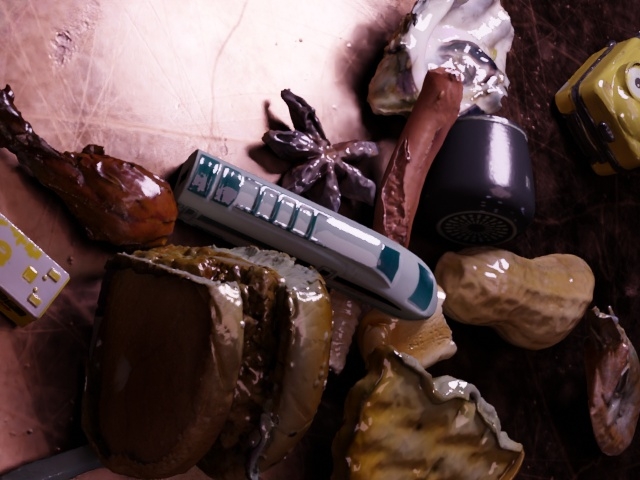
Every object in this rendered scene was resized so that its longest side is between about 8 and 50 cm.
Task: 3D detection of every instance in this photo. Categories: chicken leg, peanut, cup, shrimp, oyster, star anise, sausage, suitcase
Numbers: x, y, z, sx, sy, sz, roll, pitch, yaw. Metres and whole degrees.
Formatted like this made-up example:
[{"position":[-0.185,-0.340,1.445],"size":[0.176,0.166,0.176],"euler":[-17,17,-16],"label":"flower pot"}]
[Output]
[{"position":[-0.304,-0.083,1.346],"size":[0.304,0.093,0.113],"euler":[34,74,-22],"label":"chicken leg"},{"position":[0.306,0.088,1.731],"size":[0.291,0.143,0.159],"euler":[6,61,-35],"label":"peanut"},{"position":[0.247,-0.082,1.729],"size":[0.223,0.169,0.176],"euler":[59,31,-61],"label":"cup"},{"position":[0.470,0.229,1.824],"size":[0.168,0.077,0.317],"euler":[-61,139,-34],"label":"shrimp"},{"position":[0.201,-0.296,1.767],"size":[0.351,0.115,0.238],"euler":[-41,114,-31],"label":"oyster"},{"position":[0.005,-0.104,1.597],"size":[0.208,0.063,0.172],"euler":[30,67,-29],"label":"star anise"},{"position":[0.138,-0.113,1.648],"size":[0.078,0.078,0.304],"euler":[21,91,-32],"label":"sausage"},{"position":[0.546,-0.245,1.993],"size":[0.235,0.143,0.194],"euler":[-45,107,-35],"label":"suitcase"}]

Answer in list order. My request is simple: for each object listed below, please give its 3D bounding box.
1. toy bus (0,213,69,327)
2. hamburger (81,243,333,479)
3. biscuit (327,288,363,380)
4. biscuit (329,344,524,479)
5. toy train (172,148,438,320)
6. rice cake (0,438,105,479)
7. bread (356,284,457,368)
[{"position":[-0.393,0.001,1.259],"size":[0.226,0.074,0.081],"euler":[47,56,-21],"label":"toy bus"},{"position":[-0.143,0.140,1.281],"size":[0.195,0.318,0.277],"euler":[5,98,-38],"label":"hamburger"},{"position":[0.033,0.096,1.574],"size":[0.055,0.061,0.219],"euler":[47,53,-45],"label":"biscuit"},{"position":[0.141,0.281,1.566],"size":[0.329,0.078,0.335],"euler":[-26,114,-30],"label":"biscuit"},{"position":[0.000,0.000,1.495],"size":[0.407,0.088,0.086],"euler":[25,64,-16],"label":"toy train"},{"position":[-0.289,0.264,1.305],"size":[0.180,0.030,0.042],"euler":[-14,75,-38],"label":"rice cake"},{"position":[0.124,0.131,1.615],"size":[0.177,0.084,0.119],"euler":[-20,110,-38],"label":"bread"}]
